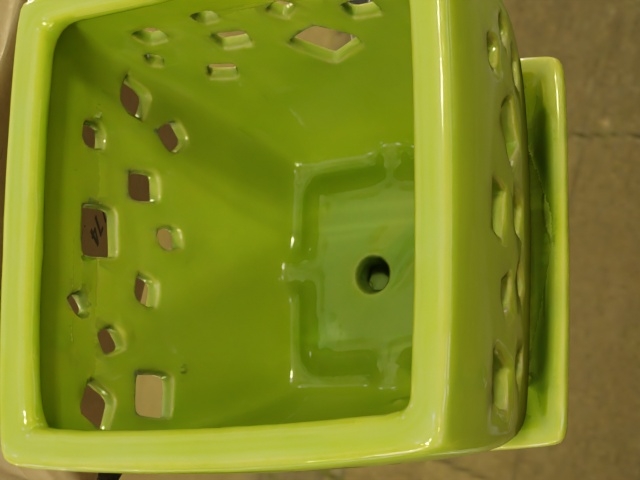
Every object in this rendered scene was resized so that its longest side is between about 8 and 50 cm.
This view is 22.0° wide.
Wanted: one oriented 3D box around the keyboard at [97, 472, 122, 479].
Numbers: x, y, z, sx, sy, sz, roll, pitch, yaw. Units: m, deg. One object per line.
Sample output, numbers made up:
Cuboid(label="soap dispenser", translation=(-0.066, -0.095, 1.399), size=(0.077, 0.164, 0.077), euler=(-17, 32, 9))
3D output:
Cuboid(label="keyboard", translation=(-0.257, 0.161, 1.391), size=(0.100, 0.192, 0.038), euler=(-60, 14, -18))

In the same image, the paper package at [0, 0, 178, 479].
Cuboid(label="paper package", translation=(-0.235, -0.032, 1.085), size=(0.309, 0.168, 0.324), euler=(68, -152, -56))

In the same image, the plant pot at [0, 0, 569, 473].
Cuboid(label="plant pot", translation=(0.000, 0.000, 0.782), size=(0.228, 0.207, 0.227), euler=(-5, 78, 28))

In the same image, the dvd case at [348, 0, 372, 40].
Cuboid(label="dvd case", translation=(0.099, -0.237, 1.505), size=(0.238, 0.030, 0.179), euler=(-57, -23, -26))
